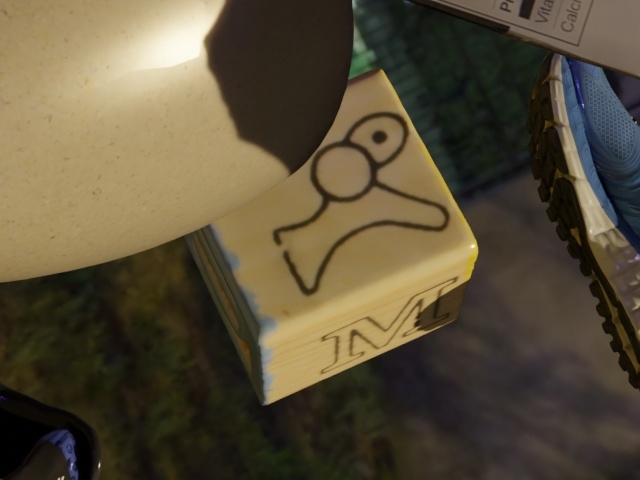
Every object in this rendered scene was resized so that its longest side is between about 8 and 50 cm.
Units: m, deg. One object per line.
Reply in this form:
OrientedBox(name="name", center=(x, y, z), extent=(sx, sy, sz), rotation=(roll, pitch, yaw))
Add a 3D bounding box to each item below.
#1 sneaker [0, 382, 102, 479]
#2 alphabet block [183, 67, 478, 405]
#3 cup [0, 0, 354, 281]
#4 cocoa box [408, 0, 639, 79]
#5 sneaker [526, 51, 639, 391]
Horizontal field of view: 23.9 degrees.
OrientedBox(name="sneaker", center=(-0.193, 0.202, 0.930), extent=(0.182, 0.127, 0.315), rotation=(-23, -82, 55))
OrientedBox(name="alphabet block", center=(0.000, 0.000, 1.295), extent=(0.193, 0.197, 0.192), rotation=(95, -29, -70))
OrientedBox(name="cup", center=(-0.182, -0.106, 0.816), extent=(0.237, 0.331, 0.331), rotation=(-45, 116, -43))
OrientedBox(name="cocoa box", center=(0.087, -0.248, 0.617), extent=(0.347, 0.228, 0.231), rotation=(-53, 161, -60))
OrientedBox(name="sneaker", center=(0.282, -0.030, 1.293), extent=(0.130, 0.147, 0.330), rotation=(101, -33, -81))
